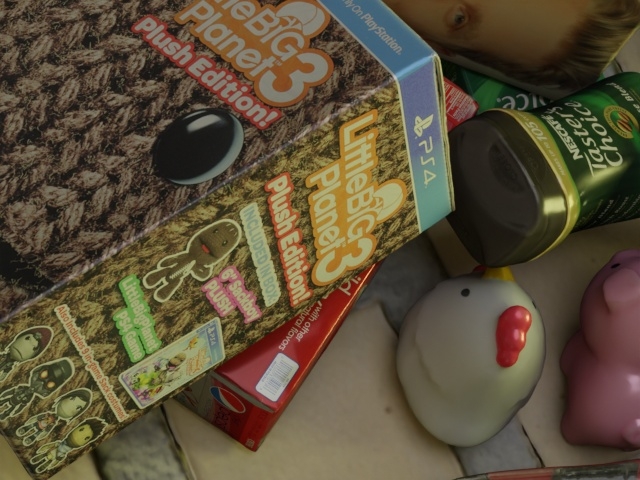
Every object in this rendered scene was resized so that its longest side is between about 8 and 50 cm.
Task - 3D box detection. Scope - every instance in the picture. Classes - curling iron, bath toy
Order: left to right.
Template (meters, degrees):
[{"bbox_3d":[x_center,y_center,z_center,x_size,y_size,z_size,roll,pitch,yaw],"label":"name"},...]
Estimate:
[{"bbox_3d":[0.207,0.152,0.882,0.274,0.068,0.035,-7,67,-4],"label":"curling iron"},{"bbox_3d":[0.225,0.071,0.913,0.348,0.129,0.151,6,67,-12],"label":"bath toy"}]

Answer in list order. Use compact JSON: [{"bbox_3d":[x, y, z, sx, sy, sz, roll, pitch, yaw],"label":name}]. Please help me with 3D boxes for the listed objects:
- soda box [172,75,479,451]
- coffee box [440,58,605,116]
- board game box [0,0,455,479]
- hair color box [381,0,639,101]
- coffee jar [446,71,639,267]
[{"bbox_3d":[0.000,0.000,0.899,0.083,0.092,0.263,33,64,5],"label":"soda box"},{"bbox_3d":[0.151,-0.109,1.013,0.113,0.040,0.184,-9,71,-18],"label":"coffee box"},{"bbox_3d":[-0.109,-0.053,0.797,0.291,0.141,0.232,-33,57,-14],"label":"board game box"},{"bbox_3d":[0.049,-0.223,0.918,0.347,0.174,0.105,19,67,-3],"label":"hair color box"},{"bbox_3d":[0.155,-0.047,0.895,0.184,0.079,0.096,-19,71,-40],"label":"coffee jar"}]
